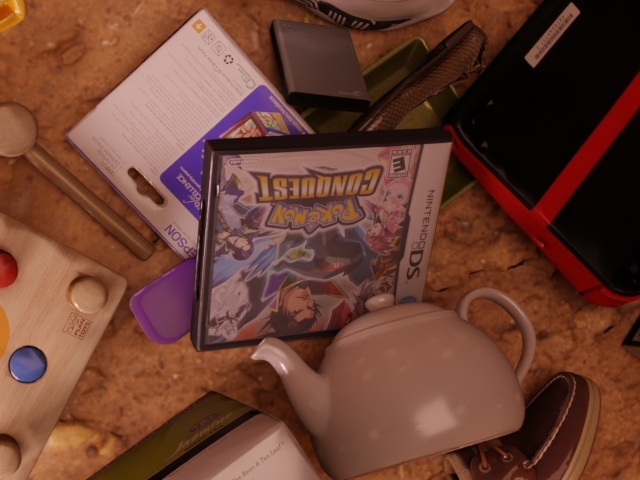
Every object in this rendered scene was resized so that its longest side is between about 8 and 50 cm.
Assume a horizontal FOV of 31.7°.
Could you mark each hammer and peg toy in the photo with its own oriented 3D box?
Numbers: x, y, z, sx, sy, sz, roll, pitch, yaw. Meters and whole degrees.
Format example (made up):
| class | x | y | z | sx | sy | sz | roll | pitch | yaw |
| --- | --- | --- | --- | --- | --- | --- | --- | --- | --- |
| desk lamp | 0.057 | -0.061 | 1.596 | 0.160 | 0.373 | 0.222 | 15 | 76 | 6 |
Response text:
| class | x | y | z | sx | sy | sz | roll | pitch | yaw |
| --- | --- | --- | --- | --- | --- | --- | --- | --- | --- |
| hammer and peg toy | -0.332 | 0.048 | 1.148 | 0.266 | 0.127 | 0.361 | 30 | 81 | -15 |

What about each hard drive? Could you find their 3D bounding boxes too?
| class | x | y | z | sx | sy | sz | roll | pitch | yaw |
| --- | --- | --- | --- | --- | --- | --- | --- | --- | --- |
| hard drive | -0.002 | -0.197 | 1.268 | 0.094 | 0.022 | 0.135 | 4 | 45 | -18 |

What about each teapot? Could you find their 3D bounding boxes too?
| class | x | y | z | sx | sy | sz | roll | pitch | yaw |
| --- | --- | --- | --- | --- | --- | --- | --- | --- | --- |
| teapot | 0.097 | 0.148 | 1.242 | 0.253 | 0.256 | 0.187 | -20 | 76 | 20 |

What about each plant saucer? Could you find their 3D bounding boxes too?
| class | x | y | z | sx | sy | sz | roll | pitch | yaw |
| --- | --- | --- | --- | --- | --- | --- | --- | --- | --- |
| plant saucer | 0.088 | -0.115 | 1.329 | 0.188 | 0.045 | 0.188 | -37 | 100 | -15 |

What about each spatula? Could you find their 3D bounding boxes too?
| class | x | y | z | sx | sy | sz | roll | pitch | yaw |
| --- | --- | --- | --- | --- | --- | --- | --- | --- | --- |
| spatula | -0.069 | 0.023 | 1.260 | 0.297 | 0.030 | 0.084 | -27 | 122 | -6 |

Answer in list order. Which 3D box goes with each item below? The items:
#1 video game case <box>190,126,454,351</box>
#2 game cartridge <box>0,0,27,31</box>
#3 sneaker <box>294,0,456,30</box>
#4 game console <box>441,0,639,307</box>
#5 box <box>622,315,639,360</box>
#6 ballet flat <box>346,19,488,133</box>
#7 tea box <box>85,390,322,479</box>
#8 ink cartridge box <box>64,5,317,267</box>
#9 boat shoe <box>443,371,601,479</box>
| class | x | y | z | sx | sy | sz | roll | pitch | yaw |
| --- | --- | --- | --- | --- | --- | --- | --- | --- | --- |
| video game case | 0.000 | 0.000 | 1.233 | 0.275 | 0.035 | 0.248 | -5 | 122 | -22 |
| game cartridge | -0.479 | -0.264 | 1.067 | 0.285 | 0.052 | 0.323 | -31 | 64 | -15 |
| sneaker | 0.015 | -0.329 | 1.221 | 0.366 | 0.210 | 0.137 | 12 | 86 | -17 |
| game console | 0.365 | -0.148 | 1.396 | 0.342 | 0.060 | 0.386 | 44 | 70 | -11 |
| box | 0.516 | 0.113 | 1.357 | 0.142 | 0.247 | 0.163 | 37 | 79 | -13 |
| ballet flat | 0.105 | -0.155 | 1.272 | 0.250 | 0.084 | 0.058 | -44 | 100 | -19 |
| tea box | -0.149 | 0.337 | 1.101 | 0.329 | 0.323 | 0.220 | -35 | 99 | -14 |
| ink cartridge box | -0.137 | -0.112 | 1.245 | 0.208 | 0.045 | 0.206 | -41 | 101 | 4 |
| boat shoe | 0.200 | 0.285 | 1.325 | 0.123 | 0.123 | 0.342 | 38 | 85 | -15 |
